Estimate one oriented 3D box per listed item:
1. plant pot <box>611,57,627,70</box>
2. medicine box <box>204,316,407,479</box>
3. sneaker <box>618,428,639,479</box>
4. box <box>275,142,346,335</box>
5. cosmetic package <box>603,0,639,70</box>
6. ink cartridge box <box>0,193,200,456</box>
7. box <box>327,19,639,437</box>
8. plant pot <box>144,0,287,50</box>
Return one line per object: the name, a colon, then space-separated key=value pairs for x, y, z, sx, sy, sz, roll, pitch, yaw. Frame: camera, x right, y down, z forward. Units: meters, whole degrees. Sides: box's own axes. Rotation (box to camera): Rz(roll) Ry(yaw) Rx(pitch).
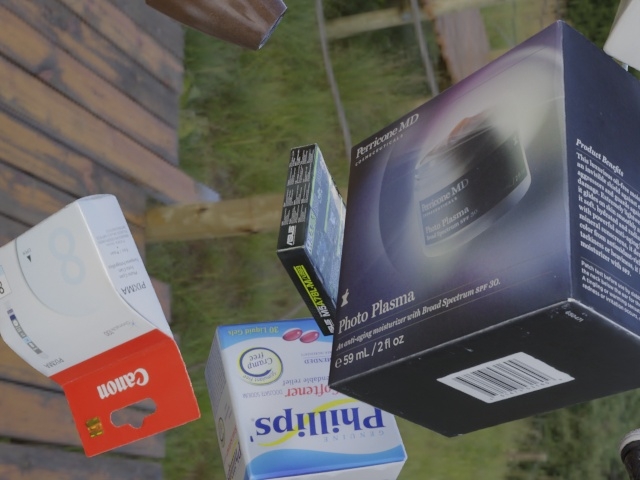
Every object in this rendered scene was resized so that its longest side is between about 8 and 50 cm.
plant pot: x=0.381 y=-0.207 z=1.363 sx=0.134 sy=0.134 sz=0.095 roll=0 pitch=88 yaw=-69
medicine box: x=-0.033 y=0.286 z=1.549 sx=0.149 sy=0.264 sz=0.289 roll=108 pitch=-28 yaw=-46
sneaker: x=0.586 y=0.405 z=1.436 sx=0.153 sy=0.269 sz=0.101 roll=-67 pitch=-179 yaw=-52
box: x=0.000 y=0.000 z=1.248 sx=0.184 sy=0.045 sz=0.190 roll=59 pitch=27 yaw=-43
cosmetic package: x=0.597 y=-0.364 z=1.165 sx=0.393 sy=0.328 sz=0.329 roll=-55 pitch=171 yaw=-51
ink cartridge box: x=-0.388 y=0.156 z=1.516 sx=0.091 sy=0.308 sz=0.384 roll=-16 pitch=83 yaw=-54
box: x=0.171 y=0.002 z=0.904 sx=0.183 sy=0.296 sz=0.294 roll=28 pitch=53 yaw=-30
plant pot: x=-0.188 y=-0.482 z=1.830 sx=0.230 sy=0.215 sz=0.215 roll=36 pitch=35 yaw=-6
